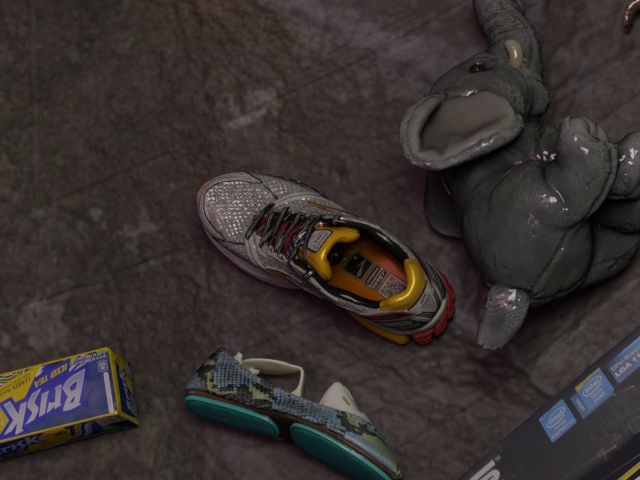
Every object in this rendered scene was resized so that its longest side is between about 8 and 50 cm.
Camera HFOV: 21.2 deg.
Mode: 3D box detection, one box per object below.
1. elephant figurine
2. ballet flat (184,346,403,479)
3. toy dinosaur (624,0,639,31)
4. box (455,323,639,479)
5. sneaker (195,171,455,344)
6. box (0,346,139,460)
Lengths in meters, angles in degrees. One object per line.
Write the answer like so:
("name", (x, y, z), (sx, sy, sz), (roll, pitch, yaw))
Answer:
("elephant figurine", (0.134, -0.068, 1.306), (0.239, 0.186, 0.169), (41, 130, 32))
("ballet flat", (-0.014, 0.129, 1.316), (0.188, 0.070, 0.070), (21, 79, 16))
("toy dinosaur", (0.344, -0.258, 1.311), (0.200, 0.127, 0.296), (8, 71, 17))
("box", (0.237, 0.200, 1.092), (0.395, 0.097, 0.318), (-41, 29, 10))
("sneaker", (0.000, 0.000, 1.334), (0.225, 0.093, 0.088), (24, 80, 21))
("box", (-0.235, 0.137, 1.373), (0.169, 0.054, 0.059), (-15, 70, 9))
